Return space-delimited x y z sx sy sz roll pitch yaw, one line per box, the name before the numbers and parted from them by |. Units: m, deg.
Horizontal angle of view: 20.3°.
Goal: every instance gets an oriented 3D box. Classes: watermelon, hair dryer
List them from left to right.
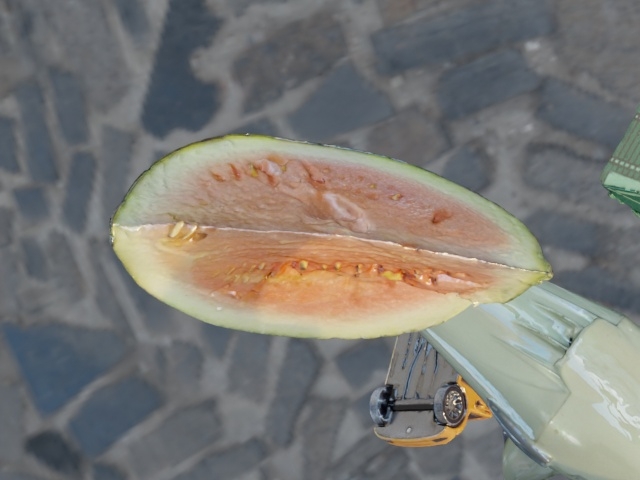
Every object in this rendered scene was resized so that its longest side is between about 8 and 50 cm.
watermelon | -0.003 0.009 0.680 0.163 0.087 0.069 7 115 -11
hair dryer | 0.108 0.082 1.240 0.296 0.119 0.298 45 156 -7

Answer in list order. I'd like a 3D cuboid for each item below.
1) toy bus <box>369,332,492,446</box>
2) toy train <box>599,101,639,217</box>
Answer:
toy bus | 0.114 0.094 1.556 0.083 0.088 0.194 -6 59 41
toy train | 0.381 -0.028 1.626 0.154 0.269 0.115 15 77 52
